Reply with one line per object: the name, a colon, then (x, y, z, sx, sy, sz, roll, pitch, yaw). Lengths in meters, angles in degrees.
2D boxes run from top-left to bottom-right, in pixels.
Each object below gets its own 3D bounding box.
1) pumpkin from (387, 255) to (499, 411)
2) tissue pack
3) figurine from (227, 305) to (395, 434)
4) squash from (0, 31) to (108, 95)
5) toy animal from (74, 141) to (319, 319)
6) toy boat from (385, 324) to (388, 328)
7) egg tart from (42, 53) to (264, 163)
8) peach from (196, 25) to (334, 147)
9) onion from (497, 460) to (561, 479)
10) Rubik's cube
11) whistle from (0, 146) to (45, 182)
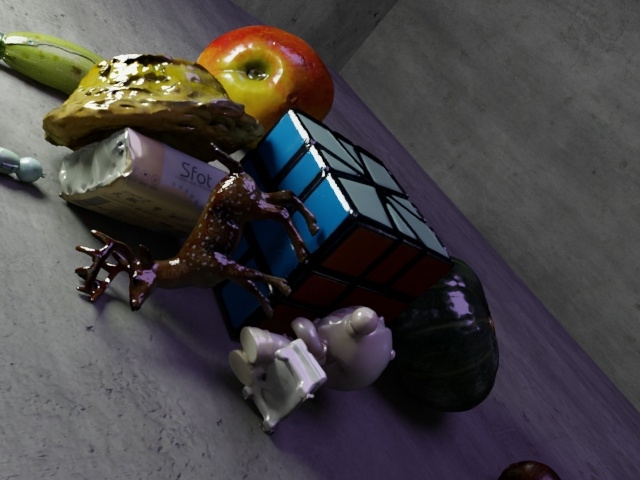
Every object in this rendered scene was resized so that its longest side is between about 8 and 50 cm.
pumpkin: (0.226, 0.180, 1.117, 0.300, 0.207, 0.300, -18, 90, -77)
tissue pack: (-0.240, -0.073, 0.858, 0.222, 0.186, 0.090, 23, 66, -44)
figurine: (0.016, 0.160, 0.827, 0.256, 0.182, 0.144, -13, 42, -43)
squash: (-0.448, -0.309, 1.065, 0.341, 0.094, 0.094, 20, 30, -45)
toy animal: (-0.155, 0.007, 0.764, 0.260, 0.243, 0.087, 27, -13, -8)
toy boat: (0.134, 0.170, 1.248, 0.049, 0.047, 0.149, 26, 20, -6)
egg tart: (-0.249, -0.196, 0.904, 0.341, 0.341, 0.129, 6, 82, -58)
peach: (-0.142, -0.386, 1.500, 0.372, 0.372, 0.290, -25, 101, -68)
onion: (0.382, 0.453, 1.056, 0.117, 0.118, 0.118, 55, 23, 20)
Rubik's cube: (0.000, 0.000, 0.994, 0.293, 0.283, 0.288, 27, 26, -44)
whistle: (-0.418, -0.104, 0.789, 0.100, 0.035, 0.035, 22, 29, -42)
